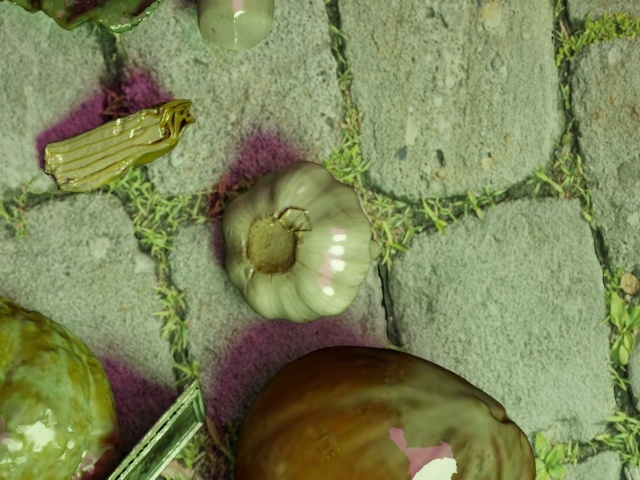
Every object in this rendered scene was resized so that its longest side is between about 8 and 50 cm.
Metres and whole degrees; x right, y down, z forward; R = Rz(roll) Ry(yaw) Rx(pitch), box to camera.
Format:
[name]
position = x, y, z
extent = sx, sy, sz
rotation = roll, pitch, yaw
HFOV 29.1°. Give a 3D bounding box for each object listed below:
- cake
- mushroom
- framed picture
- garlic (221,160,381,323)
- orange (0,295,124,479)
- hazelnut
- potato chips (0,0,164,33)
[cake]
position = -0.223, -0.109, 1.440
extent = 0.185, 0.116, 0.079
rotation = -19, 100, -27
[mushroom]
position = -0.099, -0.331, 1.495
extent = 0.088, 0.097, 0.212
rotation = 43, 52, -61
[framed picture]
position = -0.221, 0.281, 1.396
extent = 0.017, 0.217, 0.274
rotation = 39, 76, 9
[garlic]
position = 0.000, 0.000, 1.534
extent = 0.226, 0.199, 0.199
rotation = -2, 92, -56
[orange]
position = -0.373, 0.186, 1.325
extent = 0.369, 0.210, 0.270
rotation = 25, 70, -20
[hazelnut]
position = 0.073, 0.287, 1.456
extent = 0.372, 0.372, 0.315
rotation = 18, 45, -23
[potato chips]
position = -0.266, -0.438, 1.419
extent = 0.358, 0.070, 0.429
rotation = 36, 72, -5
